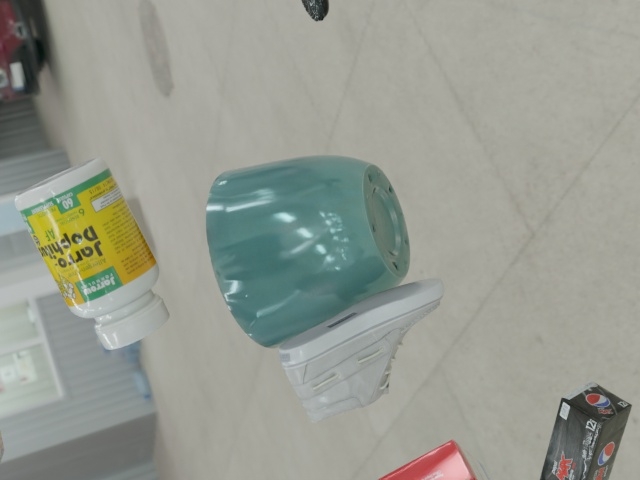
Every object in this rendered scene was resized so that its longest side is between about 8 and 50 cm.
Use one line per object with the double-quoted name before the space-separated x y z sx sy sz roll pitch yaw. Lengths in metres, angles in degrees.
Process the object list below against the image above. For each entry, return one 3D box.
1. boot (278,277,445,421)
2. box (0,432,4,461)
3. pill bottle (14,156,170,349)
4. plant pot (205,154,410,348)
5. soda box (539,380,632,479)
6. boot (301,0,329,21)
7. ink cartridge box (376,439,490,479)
"boot" 0.074 0.153 1.377 0.123 0.258 0.095 68 167 -10
"box" -0.648 0.294 1.603 0.279 0.177 0.290 -118 22 -71
"pill bottle" -0.262 0.018 1.160 0.208 0.118 0.117 66 163 -12
"plant pot" 0.000 0.000 1.524 0.293 0.235 0.293 49 -148 -48
"soda box" 0.278 0.239 1.059 0.053 0.060 0.169 32 127 39
"boot" 0.016 -0.362 1.367 0.045 0.099 0.121 102 146 -56
"ink cartridge box" 0.163 0.356 1.384 0.078 0.134 0.231 64 -172 31
